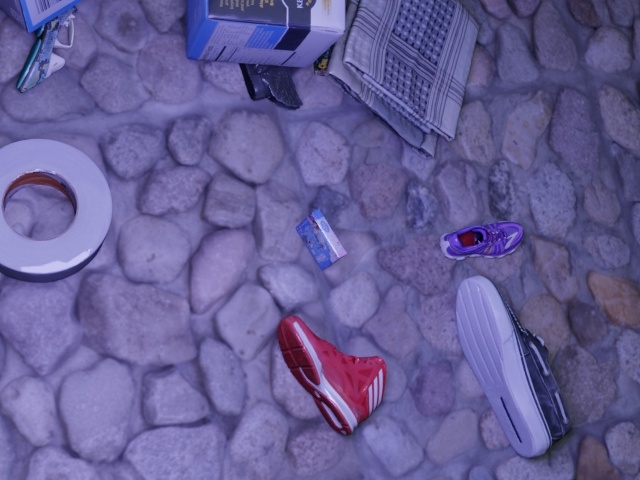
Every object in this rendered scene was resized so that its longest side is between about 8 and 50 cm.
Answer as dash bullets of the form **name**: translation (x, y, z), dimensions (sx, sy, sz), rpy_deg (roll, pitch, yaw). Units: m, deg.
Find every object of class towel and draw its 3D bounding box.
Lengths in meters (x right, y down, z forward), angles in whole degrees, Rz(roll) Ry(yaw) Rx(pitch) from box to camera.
- **towel**: translation (0.165, -0.349, 1.659), dimensions (0.312, 0.056, 0.324), rpy_deg (33, 68, -38)

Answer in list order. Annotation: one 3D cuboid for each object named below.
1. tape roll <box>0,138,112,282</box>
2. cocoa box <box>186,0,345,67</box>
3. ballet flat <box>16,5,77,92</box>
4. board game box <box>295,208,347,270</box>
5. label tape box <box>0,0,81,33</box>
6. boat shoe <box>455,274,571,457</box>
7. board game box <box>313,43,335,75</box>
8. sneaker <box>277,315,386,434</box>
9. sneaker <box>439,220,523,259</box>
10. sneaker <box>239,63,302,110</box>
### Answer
- **tape roll**: translation (-0.443, -0.046, 1.441), dimensions (0.219, 0.072, 0.219), rpy_deg (5, 73, -17)
- **cocoa box**: translation (-0.099, -0.486, 1.508), dimensions (0.228, 0.231, 0.347), rpy_deg (1, 85, -16)
- **ballet flat**: translation (-0.449, -0.323, 1.521), dimensions (0.070, 0.070, 0.188), rpy_deg (17, 74, -13)
- **board game box**: translation (0.000, 0.000, 1.562), dimensions (0.020, 0.090, 0.090), rpy_deg (-32, 86, -25)
- **label tape box**: translation (-0.499, -0.531, 1.522), dimensions (0.333, 0.106, 0.240), rpy_deg (42, 66, 17)
- **boat shoe**: translation (0.342, 0.211, 1.617), dimensions (0.119, 0.121, 0.335), rpy_deg (-22, 94, -30)
- **board game box**: translation (0.004, -0.447, 1.660), dimensions (0.030, 0.136, 0.260), rpy_deg (-1, 75, -4)
- **sneaker**: translation (0.026, 0.202, 1.533), dimensions (0.128, 0.087, 0.221), rpy_deg (-33, 100, -31)
- **sneaker**: translation (0.305, -0.001, 1.673), dimensions (0.170, 0.071, 0.068), rpy_deg (-12, 80, -21)
- **sneaker**: translation (-0.095, -0.311, 1.639), dimensions (0.089, 0.051, 0.170), rpy_deg (-15, 85, -21)
